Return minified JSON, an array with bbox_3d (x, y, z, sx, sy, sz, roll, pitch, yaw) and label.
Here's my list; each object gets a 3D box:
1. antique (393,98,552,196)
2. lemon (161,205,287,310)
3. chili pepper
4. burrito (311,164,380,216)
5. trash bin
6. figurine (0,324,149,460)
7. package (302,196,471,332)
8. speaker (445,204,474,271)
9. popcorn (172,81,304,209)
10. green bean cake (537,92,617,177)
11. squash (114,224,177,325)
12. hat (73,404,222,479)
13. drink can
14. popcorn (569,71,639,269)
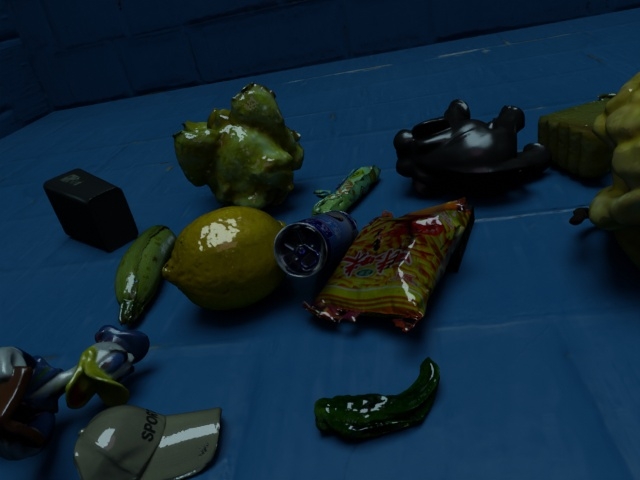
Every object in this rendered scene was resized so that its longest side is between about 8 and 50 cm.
[{"bbox_3d":[0.331,-0.211,1.171,0.255,0.185,0.322,-32,38,-34],"label":"antique"},{"bbox_3d":[-0.157,0.031,0.925,0.256,0.188,0.188,-16,28,-22],"label":"lemon"},{"bbox_3d":[0.082,0.209,0.658,0.182,0.050,0.073,-15,22,-10],"label":"chili pepper"},{"bbox_3d":[0.051,-0.118,1.246,0.104,0.054,0.288,6,34,31],"label":"burrito"},{"bbox_3d":[-0.588,-0.077,1.315,0.225,0.165,0.115,19,40,39],"label":"trash bin"},{"bbox_3d":[-0.404,0.194,0.716,0.338,0.205,0.283,-22,-3,-35],"label":"figurine"},{"bbox_3d":[0.127,0.042,0.867,0.223,0.108,0.288,-3,42,46],"label":"package"},{"bbox_3d":[0.259,-0.009,0.986,0.046,0.040,0.191,2,32,26],"label":"speaker"},{"bbox_3d":[-0.216,-0.206,1.277,0.321,0.290,0.325,-12,1,35],"label":"popcorn"},{"bbox_3d":[0.643,-0.231,1.145,0.236,0.124,0.233,-17,28,-8],"label":"green bean cake"},{"bbox_3d":[-0.372,0.057,1.066,0.094,0.094,0.341,-10,30,5],"label":"squash"},{"bbox_3d":[-0.219,0.246,0.672,0.175,0.085,0.147,-16,28,-3],"label":"hat"},{"bbox_3d":[0.000,0.000,0.934,0.097,0.097,0.235,-2,8,18],"label":"drink can"},{"bbox_3d":[0.542,-0.088,0.771,0.349,0.349,0.381,-27,-6,-24],"label":"popcorn"}]
